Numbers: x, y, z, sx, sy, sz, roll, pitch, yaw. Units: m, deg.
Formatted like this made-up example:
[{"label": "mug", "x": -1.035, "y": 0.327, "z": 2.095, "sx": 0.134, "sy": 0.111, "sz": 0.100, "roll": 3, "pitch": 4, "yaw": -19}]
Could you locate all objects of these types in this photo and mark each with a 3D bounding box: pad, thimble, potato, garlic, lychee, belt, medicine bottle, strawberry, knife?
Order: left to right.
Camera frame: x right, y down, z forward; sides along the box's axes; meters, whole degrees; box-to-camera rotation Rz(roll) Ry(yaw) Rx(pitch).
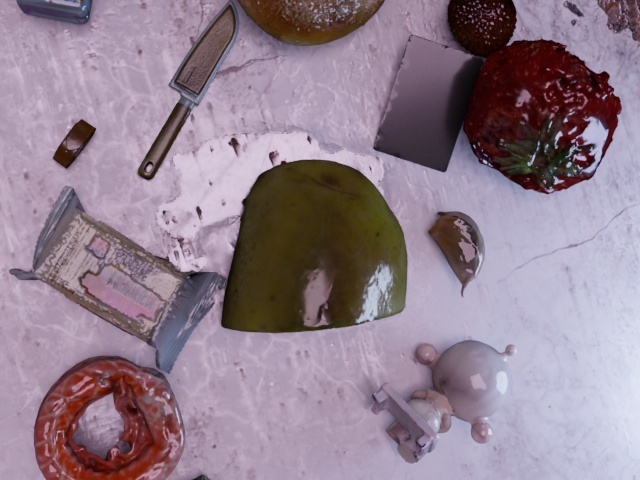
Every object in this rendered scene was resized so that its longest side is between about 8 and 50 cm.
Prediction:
[{"label": "medicine bottle", "x": -0.424, "y": -0.462, "z": 1.709, "sx": 0.119, "sy": 0.094, "sz": 0.188, "roll": 9, "pitch": 87, "yaw": -8}, {"label": "belt", "x": -0.407, "y": -0.161, "z": 1.719, "sx": 0.036, "sy": 0.059, "sz": 0.083, "roll": 36, "pitch": 83, "yaw": -8}, {"label": "thimble", "x": -0.335, "y": 0.300, "z": 1.662, "sx": 0.239, "sy": 0.162, "sz": 0.239, "roll": 0, "pitch": 88, "yaw": -9}, {"label": "knife", "x": -0.226, "y": -0.260, "z": 1.772, "sx": 0.061, "sy": 0.027, "sz": 0.343, "roll": 30, "pitch": 83, "yaw": -3}, {"label": "potato", "x": 0.000, "y": 0.000, "z": 1.710, "sx": 0.330, "sy": 0.213, "sz": 0.280, "roll": -4, "pitch": 89, "yaw": -12}, {"label": "pad", "x": 0.189, "y": -0.239, "z": 1.830, "sx": 0.143, "sy": 0.003, "sz": 0.211, "roll": 17, "pitch": 100, "yaw": -9}, {"label": "garlic", "x": 0.251, "y": 0.011, "z": 1.833, "sx": 0.084, "sy": 0.066, "sz": 0.152, "roll": -30, "pitch": 90, "yaw": 18}, {"label": "lychee", "x": 0.283, "y": -0.384, "z": 1.822, "sx": 0.123, "sy": 0.123, "sz": 0.129, "roll": -7, "pitch": 98, "yaw": -10}, {"label": "strawberry", "x": 0.378, "y": -0.229, "z": 1.785, "sx": 0.274, "sy": 0.274, "sz": 0.220, "roll": 14, "pitch": 49, "yaw": -9}]

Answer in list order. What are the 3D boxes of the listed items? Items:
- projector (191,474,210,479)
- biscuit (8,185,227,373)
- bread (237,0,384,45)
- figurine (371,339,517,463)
[{"label": "projector", "x": -0.180, "y": 0.534, "z": 1.719, "sx": 0.193, "sy": 0.088, "sz": 0.269, "roll": -27, "pitch": 92, "yaw": -7}, {"label": "biscuit", "x": -0.330, "y": 0.062, "z": 1.716, "sx": 0.309, "sy": 0.079, "sz": 0.186, "roll": 33, "pitch": 85, "yaw": -6}, {"label": "bread", "x": -0.005, "y": -0.473, "z": 1.730, "sx": 0.305, "sy": 0.159, "sz": 0.306, "roll": -3, "pitch": 99, "yaw": -22}, {"label": "figurine", "x": 0.221, "y": 0.255, "z": 1.784, "sx": 0.256, "sy": 0.182, "sz": 0.144, "roll": -36, "pitch": 136, "yaw": -16}]
